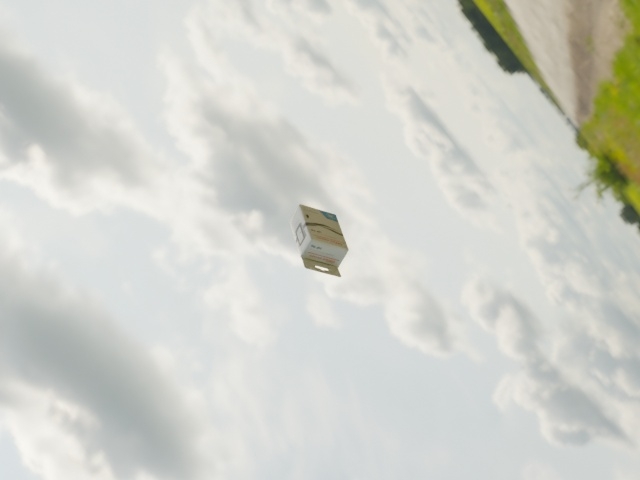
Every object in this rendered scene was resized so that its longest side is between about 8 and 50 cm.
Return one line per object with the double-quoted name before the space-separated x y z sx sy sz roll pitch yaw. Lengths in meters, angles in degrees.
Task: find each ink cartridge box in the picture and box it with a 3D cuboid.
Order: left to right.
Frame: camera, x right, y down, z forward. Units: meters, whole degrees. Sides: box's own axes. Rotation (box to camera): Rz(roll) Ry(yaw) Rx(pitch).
"ink cartridge box" 0.000 0.000 1.153 0.048 0.028 0.083 15 -148 -25
